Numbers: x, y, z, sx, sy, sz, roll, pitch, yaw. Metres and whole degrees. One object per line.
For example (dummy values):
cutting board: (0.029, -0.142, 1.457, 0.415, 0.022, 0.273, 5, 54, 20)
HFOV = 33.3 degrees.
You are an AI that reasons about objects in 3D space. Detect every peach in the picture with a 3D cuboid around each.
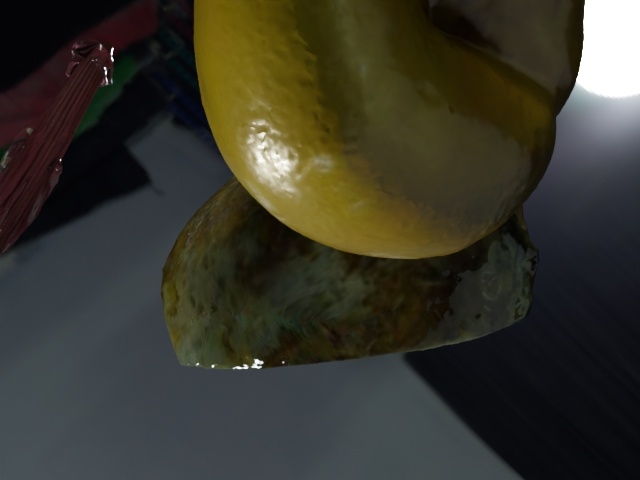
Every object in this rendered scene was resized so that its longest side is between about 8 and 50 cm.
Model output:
peach: (0.042, -0.114, 0.590, 0.153, 0.251, 0.251, 10, 41, 42)

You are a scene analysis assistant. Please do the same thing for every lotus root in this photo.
lotus root: (-0.003, 0.003, 0.834, 0.314, 0.210, 0.142, -22, -11, 39)

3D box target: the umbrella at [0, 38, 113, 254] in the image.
umbrella: (-0.129, -0.033, 0.475, 0.025, 0.027, 0.165, -33, 28, 48)
